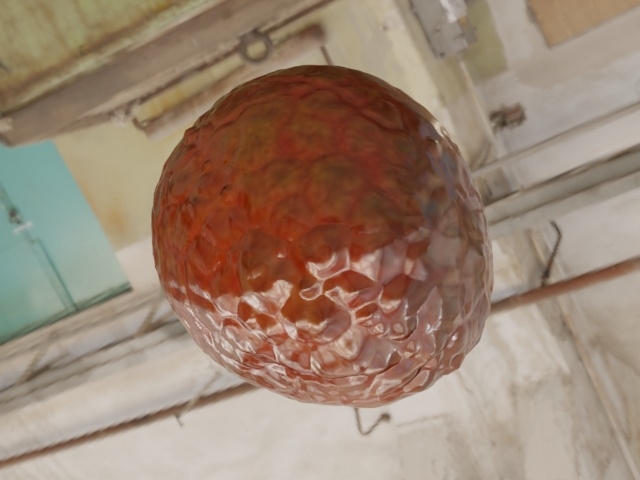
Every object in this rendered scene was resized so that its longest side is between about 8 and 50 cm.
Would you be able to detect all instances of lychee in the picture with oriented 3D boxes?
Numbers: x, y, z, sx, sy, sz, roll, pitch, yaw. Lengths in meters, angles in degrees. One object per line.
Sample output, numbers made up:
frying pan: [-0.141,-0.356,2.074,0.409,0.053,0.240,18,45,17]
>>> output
lychee: [0.000,0.000,0.655,0.255,0.255,0.300,-28,-173,-6]
